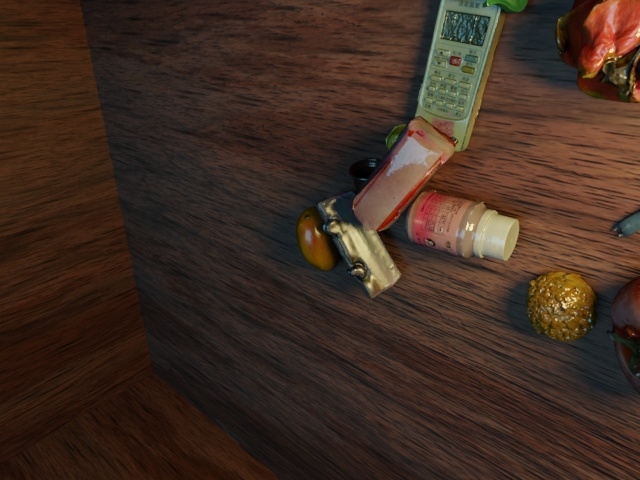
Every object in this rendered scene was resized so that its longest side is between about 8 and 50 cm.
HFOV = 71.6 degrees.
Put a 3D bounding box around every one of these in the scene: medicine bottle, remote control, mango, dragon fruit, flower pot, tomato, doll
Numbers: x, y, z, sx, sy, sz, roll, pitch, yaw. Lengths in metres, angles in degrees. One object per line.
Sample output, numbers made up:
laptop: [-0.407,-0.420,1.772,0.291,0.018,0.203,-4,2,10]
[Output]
medicine bottle: [0.341,-0.032,1.082,0.247,0.147,0.147,20,122,36]
remote control: [0.308,-0.379,1.011,0.145,0.050,0.344,27,126,31]
mango: [-0.004,0.000,1.406,0.120,0.151,0.221,3,112,36]
dragon fruit: [0.531,-0.356,0.695,0.305,0.225,0.306,22,124,37]
flower pot: [0.138,-0.163,1.245,0.111,0.111,0.089,22,139,34]
tomato: [0.674,0.178,0.803,0.227,0.270,0.270,-16,101,9]
doll: [0.645,-0.047,0.881,0.037,0.027,0.125,53,138,10]

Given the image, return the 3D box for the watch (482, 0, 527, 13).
watch: [0.373,-0.494,0.799,0.152,0.165,0.131,-149,65,-63]

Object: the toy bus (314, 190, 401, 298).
toy bus: [0.107,0.005,1.291,0.317,0.137,0.112,61,176,-8]

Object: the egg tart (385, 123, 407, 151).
egg tart: [0.212,-0.253,1.168,0.105,0.039,0.105,21,124,33]

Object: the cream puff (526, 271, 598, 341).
cream puff: [0.540,0.153,1.007,0.165,0.115,0.150,51,131,12]

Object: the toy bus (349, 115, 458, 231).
toy bus: [0.186,-0.149,1.075,0.127,0.147,0.303,39,127,2]
